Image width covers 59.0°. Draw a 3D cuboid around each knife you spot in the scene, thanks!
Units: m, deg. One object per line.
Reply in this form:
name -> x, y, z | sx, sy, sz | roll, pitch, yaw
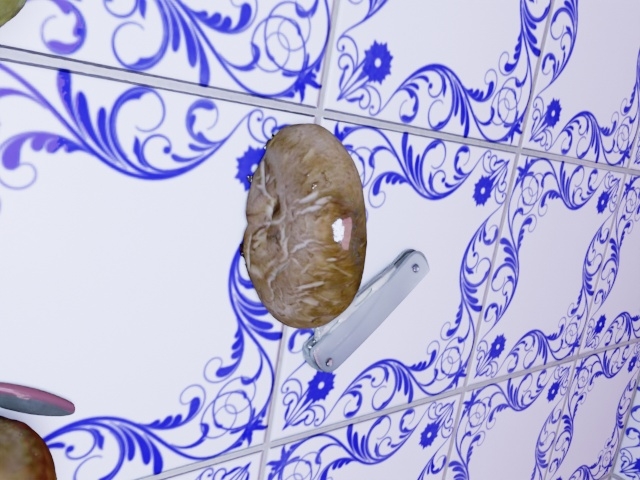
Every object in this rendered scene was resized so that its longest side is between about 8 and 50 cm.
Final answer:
knife -> 0.076, 0.103, 0.892 | 0.266, 0.041, 0.073 | -39, 117, -24
knife -> -0.361, 0.147, 0.556 | 0.247, 0.018, 0.035 | 27, 89, -39

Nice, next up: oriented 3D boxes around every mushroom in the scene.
mushroom -> 0.000, 0.000, 0.718 | 0.156, 0.151, 0.285 | -12, 112, -35

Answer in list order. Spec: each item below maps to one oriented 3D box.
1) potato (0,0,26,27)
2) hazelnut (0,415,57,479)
potato -> -0.331, -0.244, 0.338 | 0.307, 0.173, 0.210 | 38, 59, -43
hazelnut -> -0.333, 0.274, 0.509 | 0.210, 0.186, 0.209 | 1, 89, -50
